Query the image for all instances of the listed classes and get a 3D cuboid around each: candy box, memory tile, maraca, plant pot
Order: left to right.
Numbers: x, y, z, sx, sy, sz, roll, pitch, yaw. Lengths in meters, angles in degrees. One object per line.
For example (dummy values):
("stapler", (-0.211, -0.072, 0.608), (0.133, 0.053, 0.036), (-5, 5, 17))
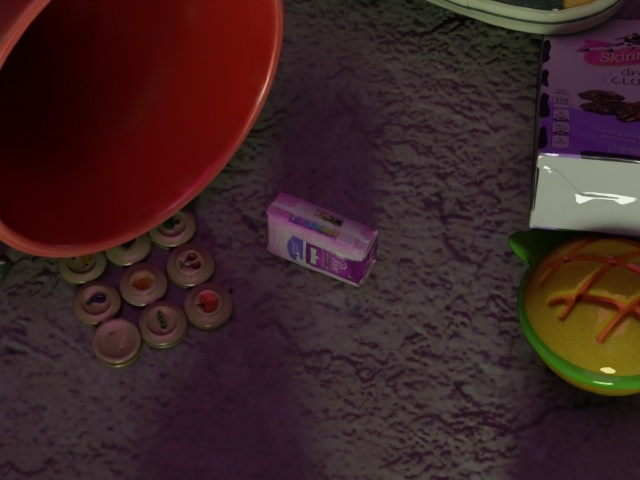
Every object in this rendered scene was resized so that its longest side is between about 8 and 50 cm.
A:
("plant pot", (-0.204, -0.163, 1.371), (0.275, 0.275, 0.243), (-38, 54, -17))
("memory tile", (-0.139, 0.018, 1.404), (0.113, 0.012, 0.148), (-22, 64, -9))
("maraca", (0.201, 0.039, 1.340), (0.127, 0.099, 0.186), (-3, 41, -9))
("candy box", (0.240, -0.086, 1.375), (0.165, 0.070, 0.196), (5, 38, 4))

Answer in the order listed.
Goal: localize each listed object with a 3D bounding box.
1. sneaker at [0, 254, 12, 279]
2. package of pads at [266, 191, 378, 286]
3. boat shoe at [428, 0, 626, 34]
("sneaker", (-0.273, 0.015, 1.398), (0.083, 0.031, 0.035), (-6, 62, -2))
("package of pads", (0.000, 0.000, 1.387), (0.083, 0.050, 0.032), (22, 60, 12))
("boat shoe", (0.012, -0.296, 1.457), (0.500, 0.156, 0.187), (18, 57, 24))
